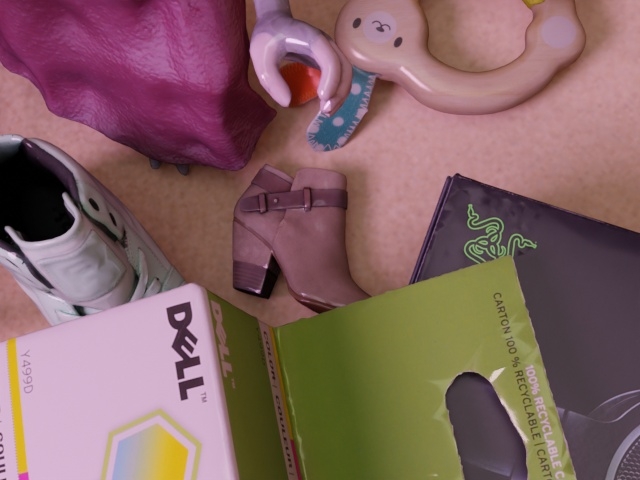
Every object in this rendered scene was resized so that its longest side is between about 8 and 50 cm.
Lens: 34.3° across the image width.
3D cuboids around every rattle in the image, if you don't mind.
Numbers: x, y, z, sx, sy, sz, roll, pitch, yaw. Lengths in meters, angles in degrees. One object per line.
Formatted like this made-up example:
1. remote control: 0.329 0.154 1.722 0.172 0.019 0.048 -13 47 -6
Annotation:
1. rattle: 0.063 -0.132 0.613 0.199 0.143 0.130 -14 95 -2

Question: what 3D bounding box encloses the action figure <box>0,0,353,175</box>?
1. action figure: -0.091 -0.176 0.521 0.248 0.370 0.276 13 72 -2

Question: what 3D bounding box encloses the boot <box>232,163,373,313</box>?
1. boot: 0.000 0.000 0.639 0.118 0.042 0.087 16 78 9

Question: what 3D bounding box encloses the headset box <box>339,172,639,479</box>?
1. headset box: 0.144 0.125 0.549 0.283 0.131 0.246 20 81 12

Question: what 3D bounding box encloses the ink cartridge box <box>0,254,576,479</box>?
1. ink cartridge box: -0.022 0.112 0.460 0.255 0.097 0.189 -18 69 14

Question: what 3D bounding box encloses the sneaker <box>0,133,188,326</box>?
1. sneaker: -0.115 0.051 0.585 0.094 0.151 0.256 -39 78 -4
